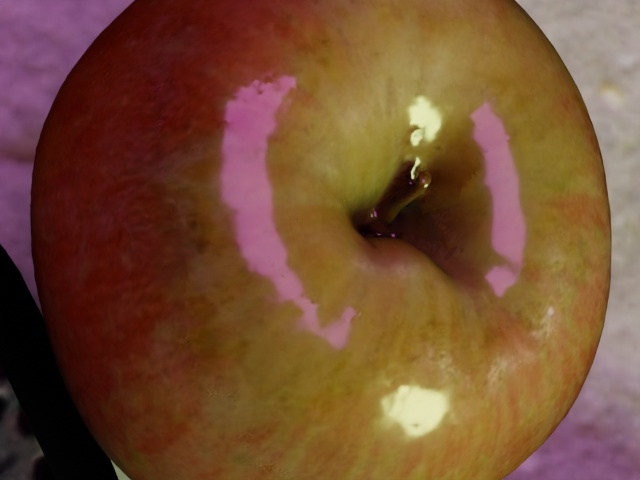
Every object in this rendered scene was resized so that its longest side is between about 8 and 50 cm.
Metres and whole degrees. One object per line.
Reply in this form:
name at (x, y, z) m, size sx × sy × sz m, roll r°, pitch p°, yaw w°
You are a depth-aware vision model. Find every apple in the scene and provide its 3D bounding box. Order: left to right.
apple at (0.000, 0.000, 0.629) m, size 0.209 × 0.164 × 0.210 m, roll 2°, pitch 84°, yaw -23°

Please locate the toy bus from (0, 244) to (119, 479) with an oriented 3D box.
toy bus at (-0.104, 0.199, 0.586) m, size 0.162 × 0.171 × 0.386 m, roll -25°, pitch 88°, yaw -3°
